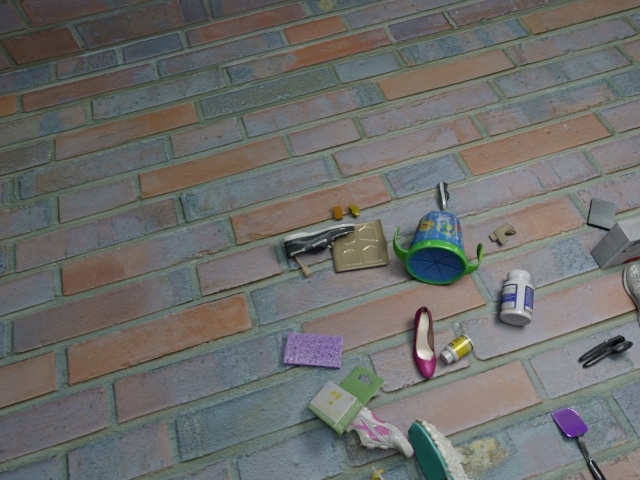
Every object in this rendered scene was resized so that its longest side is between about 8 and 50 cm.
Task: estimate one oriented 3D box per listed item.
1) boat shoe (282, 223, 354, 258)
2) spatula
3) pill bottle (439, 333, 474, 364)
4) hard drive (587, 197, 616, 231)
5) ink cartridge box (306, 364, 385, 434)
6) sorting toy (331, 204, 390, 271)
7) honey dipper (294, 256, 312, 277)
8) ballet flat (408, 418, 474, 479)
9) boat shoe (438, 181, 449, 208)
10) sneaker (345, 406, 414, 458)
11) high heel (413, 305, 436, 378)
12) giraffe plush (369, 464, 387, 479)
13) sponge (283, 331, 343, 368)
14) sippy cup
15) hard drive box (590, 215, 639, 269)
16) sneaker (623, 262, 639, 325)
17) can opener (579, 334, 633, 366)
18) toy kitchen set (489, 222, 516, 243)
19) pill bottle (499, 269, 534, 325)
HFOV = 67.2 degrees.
[{"bbox_3d":[0.000,0.000,1.951,0.302,0.114,0.091,-14,85,1],"label":"boat shoe"},{"bbox_3d":[0.861,0.687,1.553,0.084,0.030,0.297,-15,60,-8],"label":"spatula"},{"bbox_3d":[0.488,0.392,1.728,0.116,0.065,0.065,-32,63,-14],"label":"pill bottle"},{"bbox_3d":[1.167,-0.108,2.000,0.094,0.022,0.135,18,63,14],"label":"hard drive"},{"bbox_3d":[0.086,0.520,1.634,0.235,0.056,0.171,-46,27,-19],"label":"ink cartridge box"},{"bbox_3d":[0.152,-0.018,2.007,0.228,0.041,0.307,-10,60,3],"label":"sorting toy"},{"bbox_3d":[-0.087,0.084,1.966,0.030,0.030,0.161,-30,59,-13],"label":"honey dipper"},{"bbox_3d":[0.417,0.752,1.508,0.146,0.147,0.409,-21,64,-9],"label":"ballet flat"},{"bbox_3d":[0.536,-0.196,2.077,0.040,0.049,0.142,0,58,3],"label":"boat shoe"},{"bbox_3d":[0.185,0.647,1.587,0.252,0.103,0.111,26,66,26],"label":"sneaker"},{"bbox_3d":[0.378,0.361,1.723,0.082,0.117,0.244,3,60,5],"label":"high heel"},{"bbox_3d":[0.158,0.820,1.461,0.170,0.181,0.210,-40,74,6],"label":"giraffe plush"},{"bbox_3d":[-0.025,0.405,1.774,0.210,0.031,0.117,4,60,5],"label":"sponge"},{"bbox_3d":[0.455,0.014,1.872,0.305,0.240,0.224,35,48,-21],"label":"sippy cup"},{"bbox_3d":[1.167,0.002,1.815,0.181,0.232,0.089,-15,61,-4],"label":"hard drive box"},{"bbox_3d":[1.211,0.201,1.764,0.105,0.115,0.281,-4,60,1],"label":"sneaker"},{"bbox_3d":[1.001,0.388,1.704,0.186,0.073,0.059,-23,69,1],"label":"can opener"},{"bbox_3d":[0.754,-0.015,1.968,0.083,0.075,0.068,-42,54,26],"label":"toy kitchen set"},{"bbox_3d":[0.732,0.210,1.792,0.111,0.112,0.187,13,62,11],"label":"pill bottle"}]
